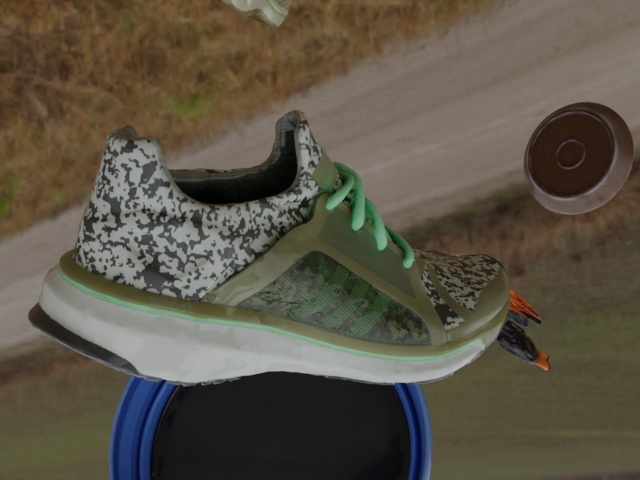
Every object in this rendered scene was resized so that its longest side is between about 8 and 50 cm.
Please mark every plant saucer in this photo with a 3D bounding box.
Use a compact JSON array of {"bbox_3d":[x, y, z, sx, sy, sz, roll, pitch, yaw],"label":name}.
[{"bbox_3d":[0.363,-0.122,1.524,0.168,0.168,0.029,-15,159,34],"label":"plant saucer"}]

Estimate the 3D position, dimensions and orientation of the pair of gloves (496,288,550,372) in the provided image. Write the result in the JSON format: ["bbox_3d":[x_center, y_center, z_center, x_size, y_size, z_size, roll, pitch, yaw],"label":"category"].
[{"bbox_3d":[0.178,0.076,0.965,0.074,0.083,0.010,33,126,-22],"label":"pair of gloves"}]

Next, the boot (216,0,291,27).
[{"bbox_3d":[-0.008,-0.205,0.588,0.165,0.077,0.213,-50,-177,11],"label":"boot"}]

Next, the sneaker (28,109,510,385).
[{"bbox_3d":[0.000,0.000,0.789,0.410,0.182,0.158,1,-160,-37],"label":"sneaker"}]

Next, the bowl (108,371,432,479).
[{"bbox_3d":[-0.058,0.249,1.273,0.391,0.391,0.077,-8,157,10],"label":"bowl"}]
